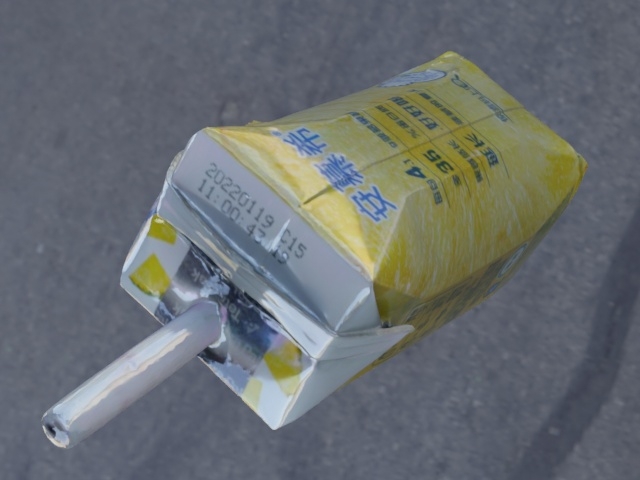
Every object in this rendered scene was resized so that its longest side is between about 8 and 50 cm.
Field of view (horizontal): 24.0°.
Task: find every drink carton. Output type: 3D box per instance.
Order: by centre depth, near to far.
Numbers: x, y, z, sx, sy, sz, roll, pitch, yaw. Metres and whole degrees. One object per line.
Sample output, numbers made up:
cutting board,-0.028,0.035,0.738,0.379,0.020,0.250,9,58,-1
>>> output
drink carton,0.000,0.000,0.438,0.084,0.200,0.074,43,122,14
